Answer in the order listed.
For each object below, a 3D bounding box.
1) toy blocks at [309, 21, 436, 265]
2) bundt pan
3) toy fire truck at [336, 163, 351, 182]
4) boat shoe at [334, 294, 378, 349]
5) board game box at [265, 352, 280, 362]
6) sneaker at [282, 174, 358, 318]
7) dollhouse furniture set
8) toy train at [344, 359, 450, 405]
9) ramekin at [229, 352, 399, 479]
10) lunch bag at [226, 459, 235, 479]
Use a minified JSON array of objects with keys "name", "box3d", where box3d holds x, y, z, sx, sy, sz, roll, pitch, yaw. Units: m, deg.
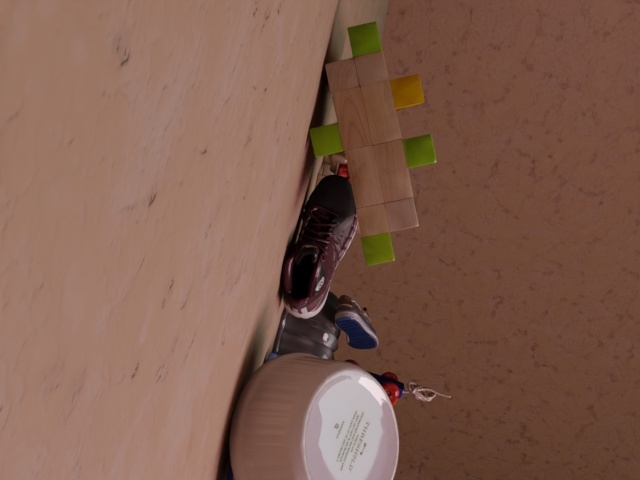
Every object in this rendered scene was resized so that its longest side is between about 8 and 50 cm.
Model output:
[{"name":"toy blocks","box3d":[0.093,-0.164,1.365,0.261,0.190,0.381,-48,126,-84]},{"name":"bundt pan","box3d":[-0.029,0.247,1.656,0.331,0.124,0.331,12,90,-87]},{"name":"toy fire truck","box3d":[0.053,-0.122,1.761,0.192,0.047,0.135,152,-60,-63]},{"name":"boat shoe","box3d":[0.079,0.170,1.597,0.183,0.066,0.066,60,26,-55]},{"name":"board game box","box3d":[-0.014,0.303,1.363,0.160,0.211,0.039,-73,-174,-46]},{"name":"sneaker","box3d":[0.000,0.000,1.390,0.162,0.106,0.281,69,35,-78]},{"name":"dollhouse furniture set","box3d":[0.058,-0.115,1.670,0.151,0.123,0.144,-67,170,-69]},{"name":"toy train","box3d":[0.130,0.352,1.593,0.105,0.248,0.143,-42,149,-84]},{"name":"ramekin","box3d":[0.004,0.302,1.158,0.127,0.273,0.273,-14,-129,43]},{"name":"lunch bag","box3d":[-0.091,0.335,1.209,0.151,0.096,0.129,26,69,-56]}]
